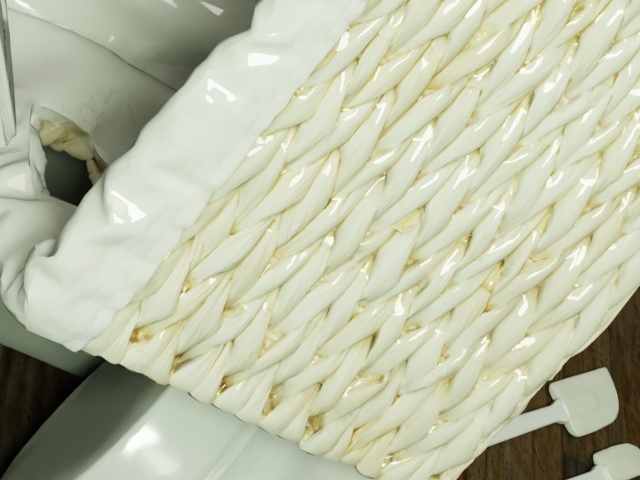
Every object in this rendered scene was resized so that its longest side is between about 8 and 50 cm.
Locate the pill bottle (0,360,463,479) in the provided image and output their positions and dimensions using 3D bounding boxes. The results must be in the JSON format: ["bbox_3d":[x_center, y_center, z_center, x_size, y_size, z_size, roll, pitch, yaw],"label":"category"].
[{"bbox_3d":[0.017,0.232,1.073,0.408,0.229,0.229,47,40,-14],"label":"pill bottle"}]

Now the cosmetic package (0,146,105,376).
[{"bbox_3d":[-0.192,-0.022,1.105,0.238,0.127,0.107,26,47,-36],"label":"cosmetic package"}]

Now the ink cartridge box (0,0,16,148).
[{"bbox_3d":[-0.296,-0.127,0.903,0.289,0.122,0.211,-8,37,-8],"label":"ink cartridge box"}]

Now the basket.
[{"bbox_3d":[0.019,-0.100,0.963,0.266,0.331,0.328,34,17,-30],"label":"basket"}]

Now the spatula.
[{"bbox_3d":[0.190,0.190,1.456,0.242,0.019,0.168,-11,74,-50],"label":"spatula"}]
